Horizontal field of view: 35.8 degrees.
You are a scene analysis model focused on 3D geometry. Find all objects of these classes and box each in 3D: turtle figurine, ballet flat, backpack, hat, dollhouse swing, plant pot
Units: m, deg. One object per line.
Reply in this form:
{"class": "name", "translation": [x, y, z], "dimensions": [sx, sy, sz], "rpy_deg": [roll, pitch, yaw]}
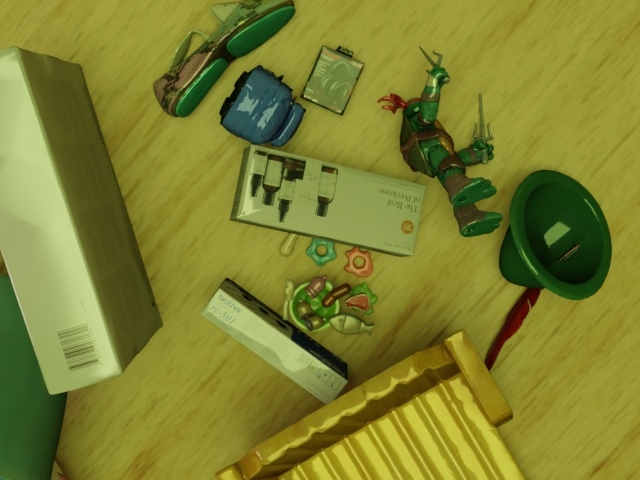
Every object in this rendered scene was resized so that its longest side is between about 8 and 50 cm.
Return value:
{"class": "turtle figurine", "translation": [0.161, -0.125, 1.270], "dimensions": [0.118, 0.175, 0.234], "rpy_deg": [-31, 54, 20]}
{"class": "ballet flat", "translation": [-0.135, -0.257, 1.296], "dimensions": [0.221, 0.077, 0.079], "rpy_deg": [-43, 75, 5]}
{"class": "backpack", "translation": [-0.072, -0.171, 1.274], "dimensions": [0.101, 0.120, 0.098], "rpy_deg": [27, 95, -2]}
{"class": "hat", "translation": [0.264, 0.029, 1.341], "dimensions": [0.173, 0.183, 0.208], "rpy_deg": [42, 54, -10]}
{"class": "dollhouse swing", "translation": [0.113, 0.342, 1.256], "dimensions": [0.347, 0.315, 0.305], "rpy_deg": [-30, 75, 3]}
{"class": "plant pot", "translation": [-0.440, 0.168, 1.209], "dimensions": [0.293, 0.293, 0.235], "rpy_deg": [14, 65, -1]}

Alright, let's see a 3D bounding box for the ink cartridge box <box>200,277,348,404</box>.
{"class": "ink cartridge box", "translation": [-0.058, 0.132, 1.319], "dimensions": [0.207, 0.097, 0.046], "rpy_deg": [36, 96, -4]}

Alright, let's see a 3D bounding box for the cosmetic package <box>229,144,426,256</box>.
{"class": "cosmetic package", "translation": [0.011, -0.049, 1.283], "dimensions": [0.239, 0.060, 0.099], "rpy_deg": [12, 87, -14]}

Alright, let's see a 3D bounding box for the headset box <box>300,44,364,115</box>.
{"class": "headset box", "translation": [0.018, -0.215, 1.312], "dimensions": [0.062, 0.032, 0.083], "rpy_deg": [24, 97, -2]}

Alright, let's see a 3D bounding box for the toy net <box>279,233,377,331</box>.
{"class": "toy net", "translation": [0.000, 0.000, 1.330], "dimensions": [0.122, 0.045, 0.232], "rpy_deg": [-13, 96, 2]}

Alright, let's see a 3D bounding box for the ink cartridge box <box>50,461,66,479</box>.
{"class": "ink cartridge box", "translation": [-0.406, 0.338, 1.326], "dimensions": [0.115, 0.067, 0.198], "rpy_deg": [-39, 69, 4]}

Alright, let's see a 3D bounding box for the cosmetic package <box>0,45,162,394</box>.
{"class": "cosmetic package", "translation": [-0.310, -0.033, 1.211], "dimensions": [0.097, 0.284, 0.377], "rpy_deg": [-16, 95, 4]}

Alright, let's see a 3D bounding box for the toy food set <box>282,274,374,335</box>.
{"class": "toy food set", "translation": [0.013, 0.085, 1.306], "dimensions": [0.122, 0.019, 0.078], "rpy_deg": [6, 97, -2]}
